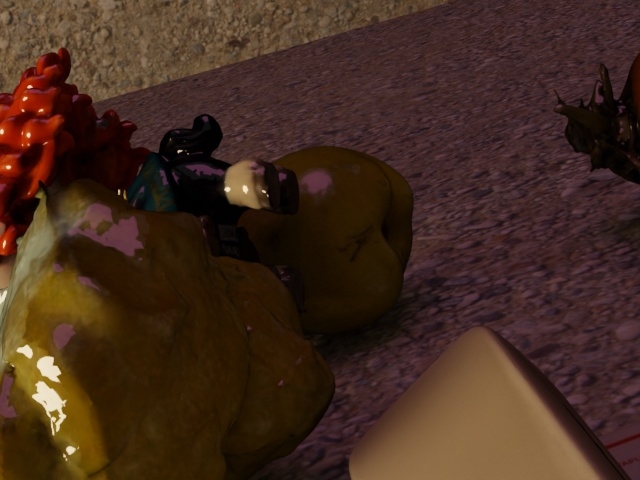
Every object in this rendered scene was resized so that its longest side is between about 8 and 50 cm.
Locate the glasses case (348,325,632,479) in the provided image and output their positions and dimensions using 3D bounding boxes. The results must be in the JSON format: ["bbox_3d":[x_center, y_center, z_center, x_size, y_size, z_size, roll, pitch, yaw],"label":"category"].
[{"bbox_3d":[0.114,0.174,0.711,0.144,0.076,0.336,-47,20,8],"label":"glasses case"}]

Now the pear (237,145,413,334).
[{"bbox_3d":[0.000,0.000,1.268,0.200,0.200,0.200,-14,18,5],"label":"pear"}]

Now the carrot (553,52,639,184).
[{"bbox_3d":[0.413,-0.120,1.282,0.331,0.214,0.193,-5,-9,17],"label":"carrot"}]

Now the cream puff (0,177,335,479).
[{"bbox_3d":[-0.136,0.133,0.912,0.323,0.270,0.274,-48,28,45],"label":"cream puff"}]

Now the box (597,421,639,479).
[{"bbox_3d":[0.241,0.158,0.812,0.229,0.050,0.123,-18,17,-8],"label":"box"}]

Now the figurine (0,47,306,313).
[{"bbox_3d":[-0.213,0.005,1.169,0.412,0.306,0.241,25,19,11],"label":"figurine"}]
